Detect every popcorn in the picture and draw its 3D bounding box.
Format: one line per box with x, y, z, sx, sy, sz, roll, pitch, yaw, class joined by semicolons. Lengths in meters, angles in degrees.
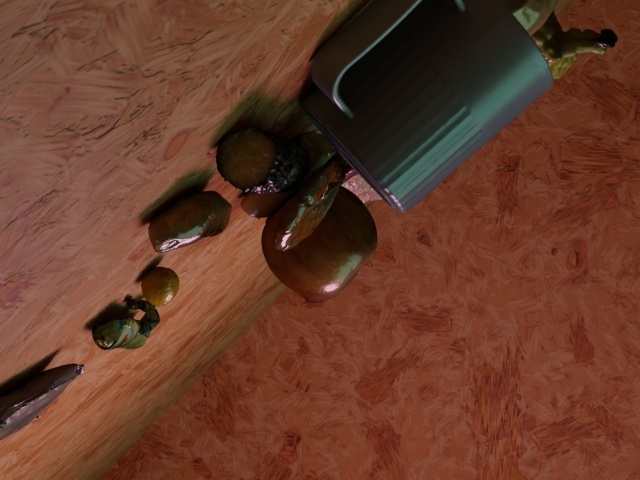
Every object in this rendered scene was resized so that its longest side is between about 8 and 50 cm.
0.387;-0.406;1.962;0.293;0.293;0.237;-39;166;-42;popcorn

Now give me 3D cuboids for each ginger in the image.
-0.188;-0.029;1.436;0.095;0.069;0.190;-52;171;21;ginger

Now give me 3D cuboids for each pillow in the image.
-0.497;0.277;1.557;0.169;0.059;0.255;-46;176;26;pillow

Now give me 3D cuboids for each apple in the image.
0.000;0.000;1.790;0.211;0.188;0.211;-46;177;-3;apple

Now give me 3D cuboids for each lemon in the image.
-0.273;0.079;1.664;0.065;0.065;0.092;-39;167;-43;lemon

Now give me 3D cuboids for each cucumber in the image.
-0.071;-0.115;1.507;0.096;0.096;0.359;-45;174;8;cucumber

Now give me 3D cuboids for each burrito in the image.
-0.339;0.160;1.762;0.104;0.054;0.288;-25;174;-4;burrito

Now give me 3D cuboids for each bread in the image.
-0.058;-0.116;1.784;0.178;0.060;0.139;-46;174;19;bread

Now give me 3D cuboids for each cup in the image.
0.156;-0.228;1.490;0.311;0.257;0.331;-43;176;3;cup

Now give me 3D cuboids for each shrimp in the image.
-0.002;-0.086;1.623;0.154;0.062;0.294;-59;180;36;shrimp

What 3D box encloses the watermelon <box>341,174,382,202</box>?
0.131;-0.176;2.173;0.260;0.175;0.256;-11;-178;-21;watermelon

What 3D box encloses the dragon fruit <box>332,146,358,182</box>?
0.070;-0.190;2.009;0.147;0.102;0.096;-40;168;-13;dragon fruit

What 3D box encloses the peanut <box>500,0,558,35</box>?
0.283;-0.388;1.738;0.340;0.158;0.174;-42;-164;14;peanut

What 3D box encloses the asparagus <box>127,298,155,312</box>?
-0.330;0.121;1.797;0.023;0.022;0.233;0;175;-1;asparagus

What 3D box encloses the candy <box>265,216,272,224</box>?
-0.014;-0.046;2.009;0.145;0.070;0.275;-48;-146;-5;candy
